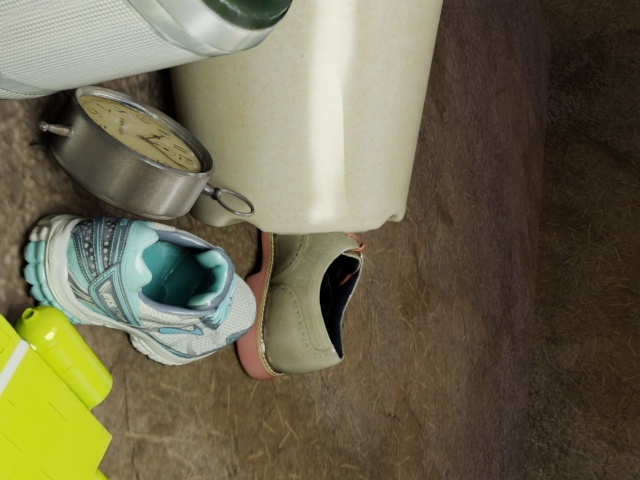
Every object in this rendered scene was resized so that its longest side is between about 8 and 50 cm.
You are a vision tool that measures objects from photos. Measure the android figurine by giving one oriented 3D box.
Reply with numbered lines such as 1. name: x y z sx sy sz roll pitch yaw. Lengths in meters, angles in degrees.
1. android figurine: -0.231 0.156 0.567 0.248 0.056 0.272 -69 145 -43

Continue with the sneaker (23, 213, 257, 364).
1. sneaker: -0.121 0.050 0.738 0.283 0.122 0.110 26 62 -60

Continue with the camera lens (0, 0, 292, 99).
1. camera lens: -0.163 -0.210 0.530 0.219 0.274 0.219 25 62 -61

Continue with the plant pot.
1. plant pot: -0.019 -0.172 0.824 0.334 0.334 0.305 -22 116 -64

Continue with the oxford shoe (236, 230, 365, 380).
1. oxford shoe: 0.000 0.000 0.991 0.123 0.130 0.348 45 45 -53

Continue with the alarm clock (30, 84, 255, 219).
1. alarm clock: -0.140 -0.062 0.693 0.192 0.064 0.129 24 20 -19
